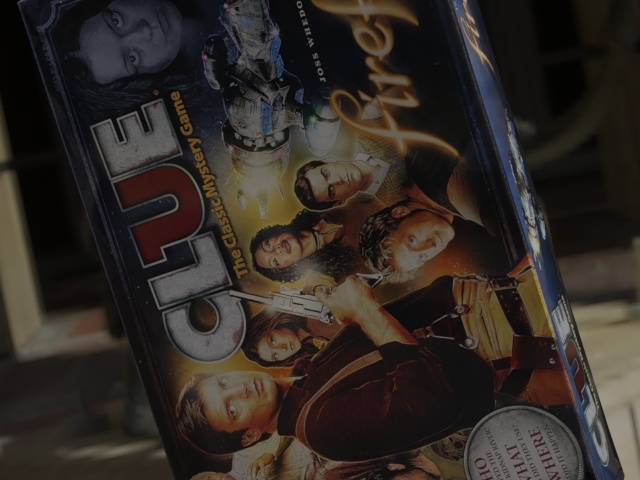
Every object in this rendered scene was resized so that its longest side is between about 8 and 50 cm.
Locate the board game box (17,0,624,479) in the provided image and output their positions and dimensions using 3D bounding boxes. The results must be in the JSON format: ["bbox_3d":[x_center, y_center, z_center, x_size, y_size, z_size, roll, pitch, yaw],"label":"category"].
[{"bbox_3d":[0.000,0.000,0.714,0.165,0.243,0.042,-16,5,20],"label":"board game box"}]
